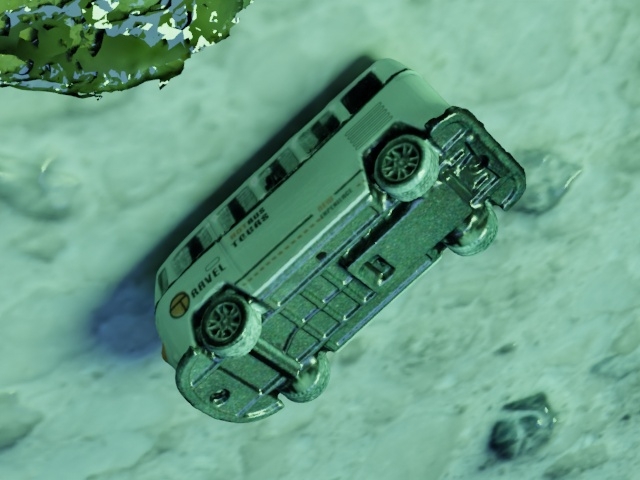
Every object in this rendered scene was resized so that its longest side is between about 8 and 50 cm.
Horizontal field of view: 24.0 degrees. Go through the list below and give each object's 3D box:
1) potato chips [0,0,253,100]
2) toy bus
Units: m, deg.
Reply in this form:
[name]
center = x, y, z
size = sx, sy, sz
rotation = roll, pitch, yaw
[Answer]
[potato chips]
center = -0.104, -0.137, 0.571
size = 0.202, 0.029, 0.220
rotation = -33, 139, -4
[toy bus]
center = 0.000, 0.000, 0.736
size = 0.194, 0.089, 0.087
rotation = -43, 140, 8
